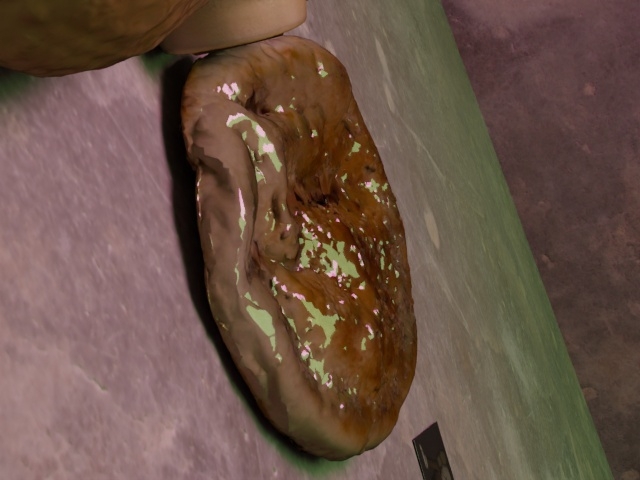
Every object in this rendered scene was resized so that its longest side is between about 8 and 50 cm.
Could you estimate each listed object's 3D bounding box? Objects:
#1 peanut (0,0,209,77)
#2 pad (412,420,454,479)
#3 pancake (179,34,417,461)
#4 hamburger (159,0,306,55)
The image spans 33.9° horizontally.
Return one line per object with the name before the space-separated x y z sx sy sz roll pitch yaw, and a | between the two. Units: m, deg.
peanut | -0.122 -0.183 0.567 0.340 0.158 0.174 -70 160 -59
pad | 0.146 0.306 1.186 0.127 0.004 0.190 -1 75 -72
pancake | 0.000 0.001 0.887 0.387 0.082 0.387 -15 90 -69
hamburger | -0.072 -0.185 0.776 0.141 0.126 0.081 -73 152 -71
